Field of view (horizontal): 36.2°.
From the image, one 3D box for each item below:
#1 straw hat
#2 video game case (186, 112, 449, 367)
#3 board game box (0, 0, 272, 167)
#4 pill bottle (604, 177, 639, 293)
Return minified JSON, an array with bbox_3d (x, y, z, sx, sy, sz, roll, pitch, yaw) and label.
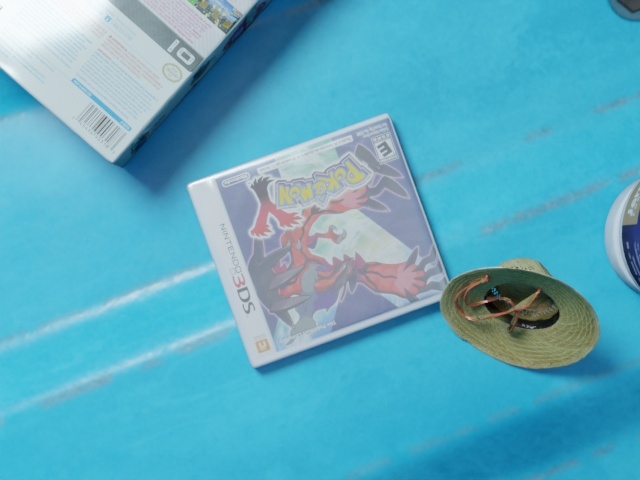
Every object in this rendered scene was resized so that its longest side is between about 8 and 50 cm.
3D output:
[{"bbox_3d":[0.187,0.050,0.901,0.144,0.144,0.061,26,49,-3],"label":"straw hat"},{"bbox_3d":[0.000,0.000,0.913,0.201,0.023,0.183,-20,91,-3],"label":"video game case"},{"bbox_3d":[-0.162,-0.250,0.869,0.224,0.097,0.303,42,89,-3],"label":"board game box"},{"bbox_3d":[0.341,-0.006,0.811,0.153,0.264,0.153,0,89,-4],"label":"pill bottle"}]
